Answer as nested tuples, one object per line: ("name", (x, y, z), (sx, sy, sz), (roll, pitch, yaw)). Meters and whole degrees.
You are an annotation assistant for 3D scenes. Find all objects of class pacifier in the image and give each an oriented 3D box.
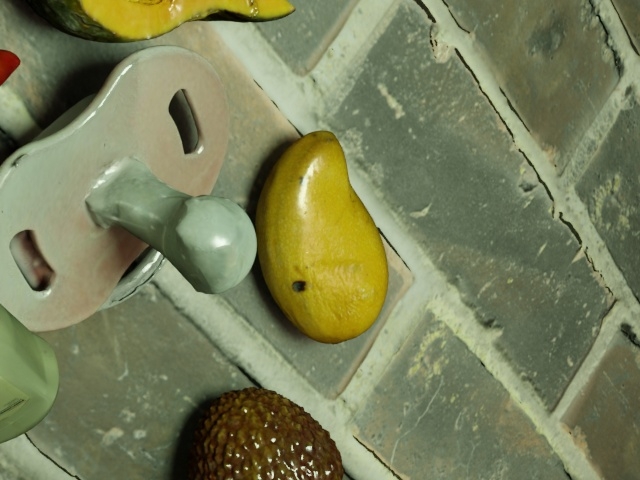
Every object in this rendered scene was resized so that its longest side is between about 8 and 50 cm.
("pacifier", (-0.190, -0.040, 1.195), (0.332, 0.273, 0.220), (-46, 110, -24))

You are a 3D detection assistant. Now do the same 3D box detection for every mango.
("mango", (-0.002, 0.000, 1.440), (0.157, 0.109, 0.262), (-23, 110, -25))

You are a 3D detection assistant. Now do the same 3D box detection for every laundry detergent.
("laundry detergent", (-0.337, 0.132, 1.137), (0.181, 0.091, 0.253), (-28, 154, 7))

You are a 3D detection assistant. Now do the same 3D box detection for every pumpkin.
("pumpkin", (-0.169, -0.298, 1.200), (0.280, 0.139, 0.190), (-16, 111, -40))

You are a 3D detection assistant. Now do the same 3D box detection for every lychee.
("lychee", (-0.067, 0.267, 1.401), (0.194, 0.194, 0.195), (-11, 107, -39))

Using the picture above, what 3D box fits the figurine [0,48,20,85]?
("figurine", (-0.373, -0.149, 1.040), (0.173, 0.173, 0.173), (-11, 107, -39))
